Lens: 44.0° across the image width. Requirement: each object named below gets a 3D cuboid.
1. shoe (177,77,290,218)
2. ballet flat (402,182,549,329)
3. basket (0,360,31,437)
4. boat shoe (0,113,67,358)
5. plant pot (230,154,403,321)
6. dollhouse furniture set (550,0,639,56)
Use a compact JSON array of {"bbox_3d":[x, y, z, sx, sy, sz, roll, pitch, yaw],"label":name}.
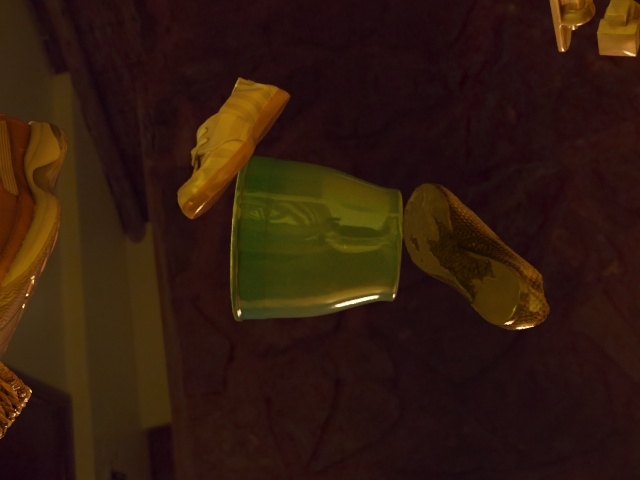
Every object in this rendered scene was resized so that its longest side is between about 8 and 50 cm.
[{"bbox_3d":[-0.094,-0.097,0.775,0.058,0.219,0.076,36,-51,-8],"label":"shoe"},{"bbox_3d":[0.150,0.013,0.783,0.058,0.250,0.084,10,-70,-24],"label":"ballet flat"},{"bbox_3d":[-0.580,0.164,1.216,0.214,0.223,0.299,-23,-65,31],"label":"basket"},{"bbox_3d":[-0.265,-0.014,0.589,0.116,0.324,0.123,21,-73,-25],"label":"boat shoe"},{"bbox_3d":[0.000,0.000,1.275,0.255,0.271,0.271,3,-26,1],"label":"plant pot"},{"bbox_3d":[0.309,-0.230,0.771,0.151,0.144,0.123,9,-21,27],"label":"dollhouse furniture set"}]
